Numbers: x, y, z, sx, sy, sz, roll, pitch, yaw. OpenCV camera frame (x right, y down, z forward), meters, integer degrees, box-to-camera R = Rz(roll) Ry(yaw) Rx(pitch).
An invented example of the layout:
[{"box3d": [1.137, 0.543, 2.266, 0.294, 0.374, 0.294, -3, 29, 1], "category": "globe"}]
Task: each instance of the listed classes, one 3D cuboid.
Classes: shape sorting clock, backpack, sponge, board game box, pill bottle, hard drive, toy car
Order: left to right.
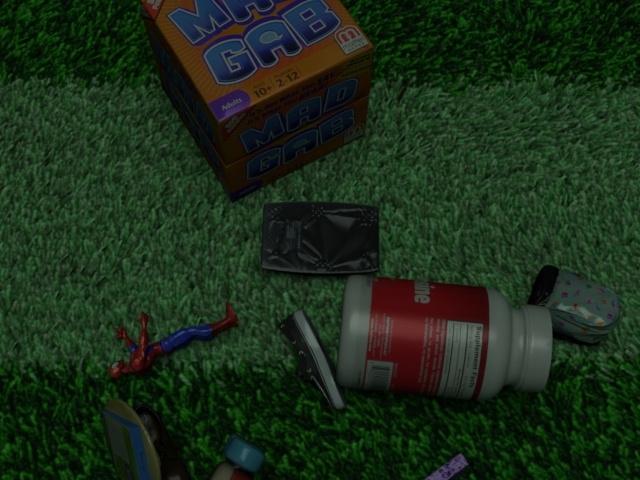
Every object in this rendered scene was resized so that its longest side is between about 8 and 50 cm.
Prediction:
[{"box3d": [-0.360, 0.399, 1.802, 0.040, 0.206, 0.206, -18, 66, -33], "category": "shape sorting clock"}, {"box3d": [-0.117, 0.517, 1.760, 0.238, 0.210, 0.219, 30, 79, -2], "category": "toy car"}, {"box3d": [-0.134, -0.372, 2.055, 0.356, 0.356, 0.356, -28, 70, -12], "category": "board game box"}, {"box3d": [0.000, 0.000, 2.057, 0.254, 0.054, 0.172, 1, 66, 0], "category": "hard drive"}, {"box3d": [0.191, 0.489, 1.811, 0.210, 0.117, 0.031, -32, 69, -13], "category": "sponge"}, {"box3d": [0.241, 0.198, 1.879, 0.407, 0.229, 0.229, 6, 66, 1], "category": "pill bottle"}, {"box3d": [0.530, 0.142, 1.971, 0.182, 0.115, 0.152, 24, 66, 7], "category": "backpack"}]

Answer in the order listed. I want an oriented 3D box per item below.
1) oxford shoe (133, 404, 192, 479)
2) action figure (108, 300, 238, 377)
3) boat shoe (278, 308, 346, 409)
[{"box3d": [-0.318, 0.425, 1.843, 0.083, 0.096, 0.227, -27, 71, -14], "category": "oxford shoe"}, {"box3d": [-0.325, 0.182, 1.953, 0.280, 0.091, 0.139, -29, 76, -14], "category": "action figure"}, {"box3d": [-0.022, 0.253, 1.938, 0.076, 0.080, 0.228, -29, 72, 6], "category": "boat shoe"}]
